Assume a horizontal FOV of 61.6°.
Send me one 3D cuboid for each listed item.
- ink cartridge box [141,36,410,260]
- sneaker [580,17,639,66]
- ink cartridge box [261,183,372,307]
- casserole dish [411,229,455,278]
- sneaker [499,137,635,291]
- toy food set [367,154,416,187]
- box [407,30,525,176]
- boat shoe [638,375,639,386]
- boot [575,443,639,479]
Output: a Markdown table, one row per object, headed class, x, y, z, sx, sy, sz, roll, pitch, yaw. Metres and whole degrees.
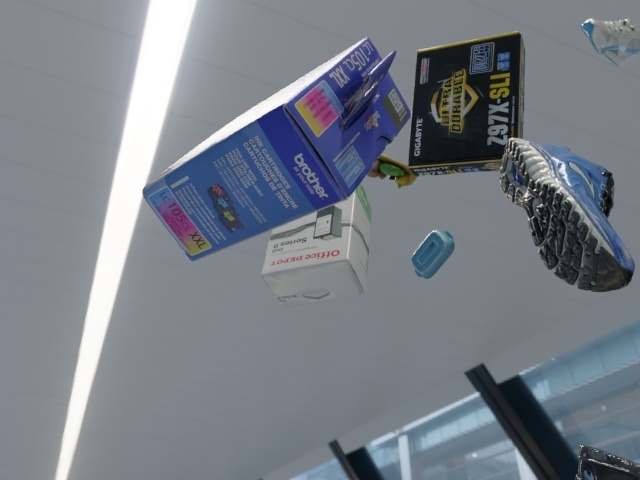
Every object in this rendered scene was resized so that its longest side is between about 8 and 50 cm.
| class | x | y | z | sx | sy | sz | roll | pitch | yaw |
| --- | --- | --- | --- | --- | --- | --- | --- | --- | --- |
| ink cartridge box | -0.043 | -0.142 | 0.808 | 0.396 | 0.270 | 0.151 | -17 | -66 | 39 |
| sneaker | 0.739 | -0.520 | 1.354 | 0.229 | 0.087 | 0.092 | 3 | -30 | -39 |
| ink cartridge box | 0.000 | 0.000 | 1.264 | 0.211 | 0.289 | 0.121 | -11 | -49 | 18 |
| casserole dish | 0.377 | 0.044 | 1.834 | 0.037 | 0.114 | 0.188 | 18 | -63 | -40 |
| sneaker | 0.398 | -0.060 | 0.824 | 0.147 | 0.329 | 0.129 | -5 | -47 | -1 |
| toy food set | 0.201 | -0.222 | 1.750 | 0.218 | 0.071 | 0.128 | 25 | -10 | 9 |
| box | 0.352 | -0.322 | 1.296 | 0.257 | 0.321 | 0.079 | 0 | -15 | 27 |
| boat shoe | 1.079 | 0.461 | 1.531 | 0.123 | 0.324 | 0.119 | -19 | -47 | -40 |
| boot | 0.705 | 0.641 | 1.223 | 0.131 | 0.259 | 0.348 | 20 | -10 | -10 |
